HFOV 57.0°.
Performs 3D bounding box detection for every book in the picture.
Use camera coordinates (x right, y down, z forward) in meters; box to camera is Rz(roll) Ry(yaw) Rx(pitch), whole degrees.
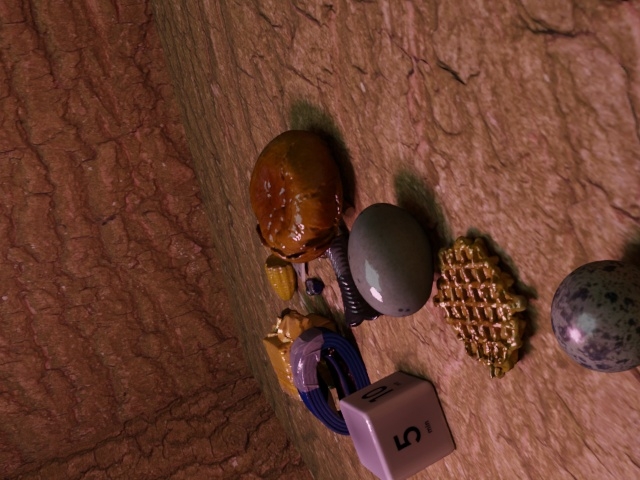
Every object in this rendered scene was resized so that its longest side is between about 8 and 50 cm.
[{"bbox_3d":[-0.092,0.043,2.048,0.127,0.014,0.182,90,157,-43],"label":"book"}]

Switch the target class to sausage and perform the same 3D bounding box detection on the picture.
[{"bbox_3d":[0.049,-0.100,1.509,0.107,0.031,0.031,49,153,43],"label":"sausage"}]

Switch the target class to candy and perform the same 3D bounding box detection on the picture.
[{"bbox_3d":[-0.139,0.143,2.178,0.094,0.106,0.199,-105,3,-51],"label":"candy"}]

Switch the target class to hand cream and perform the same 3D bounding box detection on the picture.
[{"bbox_3d":[-0.024,0.159,1.989,0.062,0.039,0.163,68,167,-2],"label":"hand cream"}]

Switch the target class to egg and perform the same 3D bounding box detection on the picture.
[{"bbox_3d":[0.142,0.038,1.188,0.169,0.169,0.237,139,121,-70],"label":"egg"},{"bbox_3d":[0.358,0.099,0.737,0.132,0.132,0.172,53,170,37],"label":"egg"}]

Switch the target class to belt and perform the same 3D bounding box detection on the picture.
[{"bbox_3d":[0.035,0.444,1.861,0.347,0.212,0.117,68,163,-11],"label":"belt"}]

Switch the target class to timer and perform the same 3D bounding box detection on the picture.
[{"bbox_3d":[0.189,0.468,1.492,0.194,0.195,0.192,71,161,-4],"label":"timer"}]

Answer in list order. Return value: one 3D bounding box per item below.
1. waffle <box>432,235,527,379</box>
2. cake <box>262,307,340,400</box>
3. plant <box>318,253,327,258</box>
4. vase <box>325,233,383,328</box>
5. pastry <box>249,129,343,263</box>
[{"bbox_3d":[0.282,0.114,1.069,0.243,0.058,0.238,55,156,37],"label":"waffle"},{"bbox_3d":[-0.054,0.363,2.005,0.227,0.222,0.286,-4,107,68],"label":"cake"},{"bbox_3d":[0.000,0.000,1.722,0.122,0.104,0.117,28,-105,-72],"label":"plant"},{"bbox_3d":[0.077,0.104,1.562,0.115,0.115,0.238,124,128,-67],"label":"vase"},{"bbox_3d":[-0.065,-0.113,1.516,0.356,0.163,0.356,18,110,62],"label":"pastry"}]
